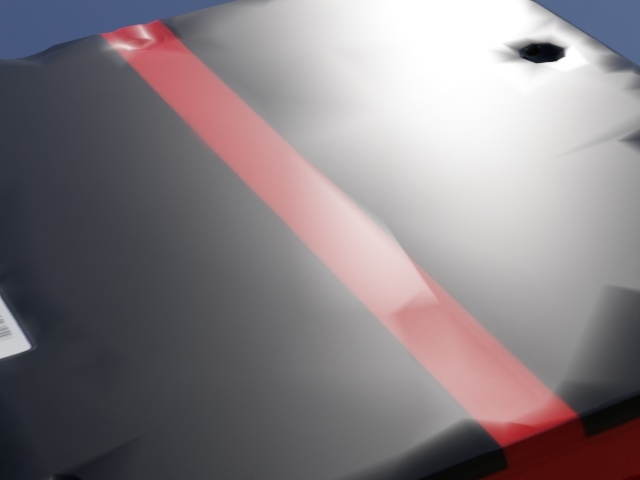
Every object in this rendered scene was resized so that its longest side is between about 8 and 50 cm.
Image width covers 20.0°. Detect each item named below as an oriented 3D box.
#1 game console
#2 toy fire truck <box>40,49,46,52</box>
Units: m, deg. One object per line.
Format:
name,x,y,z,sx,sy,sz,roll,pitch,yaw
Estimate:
game console,0.000,0.000,0.707,0.342,0.386,0.060,-18,-57,-19
toy fire truck,-0.094,-0.007,1.145,0.302,0.169,0.254,-18,-81,-36
